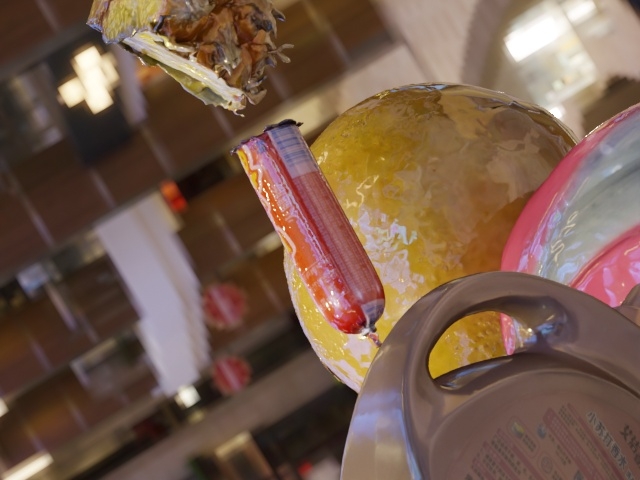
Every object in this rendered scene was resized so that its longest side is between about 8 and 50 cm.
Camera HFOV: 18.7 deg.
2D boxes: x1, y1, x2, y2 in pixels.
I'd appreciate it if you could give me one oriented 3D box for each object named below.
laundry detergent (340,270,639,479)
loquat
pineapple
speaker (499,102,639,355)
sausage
[{"bbox_3d":[0.106,0.083,0.973,0.076,0.237,0.171,-12,123,48],"label":"laundry detergent"},{"bbox_3d":[0.095,0.012,1.468,0.263,0.263,0.263,57,171,13],"label":"loquat"},{"bbox_3d":[-0.126,-0.206,1.822,0.186,0.114,0.236,18,173,21],"label":"pineapple"},{"bbox_3d":[0.260,0.034,1.258,0.294,0.294,0.294,57,171,13],"label":"speaker"},{"bbox_3d":[0.000,0.000,1.131,0.145,0.048,0.050,61,159,14],"label":"sausage"}]
